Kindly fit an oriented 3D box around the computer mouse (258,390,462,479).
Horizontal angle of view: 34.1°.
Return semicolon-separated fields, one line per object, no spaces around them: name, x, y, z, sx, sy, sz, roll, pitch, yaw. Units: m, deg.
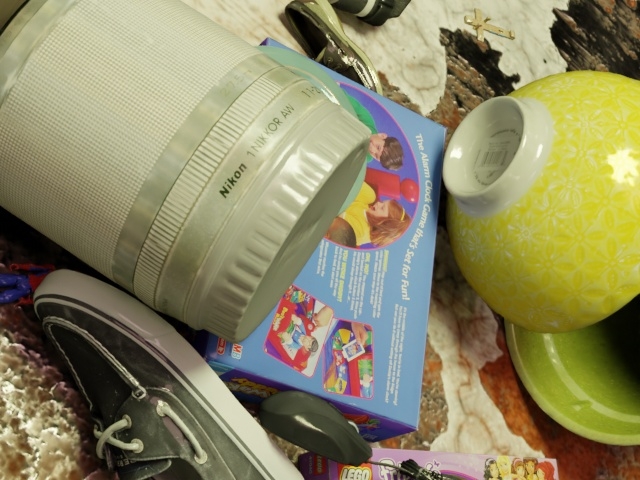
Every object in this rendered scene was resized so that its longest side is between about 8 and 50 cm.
computer mouse;0.052;0.186;0.937;0.242;0.071;0.041;26;88;-24

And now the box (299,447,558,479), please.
box;0.119;0.309;1.014;0.293;0.057;0.200;10;65;-31

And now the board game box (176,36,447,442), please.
board game box;0.000;0.000;1.042;0.233;0.078;0.347;23;60;-25

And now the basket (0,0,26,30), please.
basket;-0.329;-0.172;0.841;0.204;0.154;0.226;34;59;-19

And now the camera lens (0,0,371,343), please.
camera lens;-0.127;-0.072;0.840;0.274;0.219;0.219;33;53;6

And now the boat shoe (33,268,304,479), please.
boat shoe;-0.139;0.156;0.872;0.301;0.108;0.102;50;51;-17

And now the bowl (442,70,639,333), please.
bowl;0.220;-0.065;1.080;0.156;0.289;0.289;27;58;-30

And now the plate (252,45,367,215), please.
plate;-0.028;-0.106;0.999;0.188;0.024;0.188;14;64;-30

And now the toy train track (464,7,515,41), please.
toy train track;0.222;-0.277;1.349;0.083;0.014;0.048;11;66;-32

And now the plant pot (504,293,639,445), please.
plant pot;0.394;0.082;1.193;0.254;0.276;0.276;3;70;-47

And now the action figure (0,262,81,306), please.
action figure;-0.256;0.039;0.882;0.115;0.030;0.038;-10;72;-39

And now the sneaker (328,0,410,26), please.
sneaker;0.065;-0.346;1.236;0.121;0.079;0.216;26;63;-31

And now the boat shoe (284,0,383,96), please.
boat shoe;0.011;-0.203;1.152;0.049;0.056;0.152;-29;80;-34
